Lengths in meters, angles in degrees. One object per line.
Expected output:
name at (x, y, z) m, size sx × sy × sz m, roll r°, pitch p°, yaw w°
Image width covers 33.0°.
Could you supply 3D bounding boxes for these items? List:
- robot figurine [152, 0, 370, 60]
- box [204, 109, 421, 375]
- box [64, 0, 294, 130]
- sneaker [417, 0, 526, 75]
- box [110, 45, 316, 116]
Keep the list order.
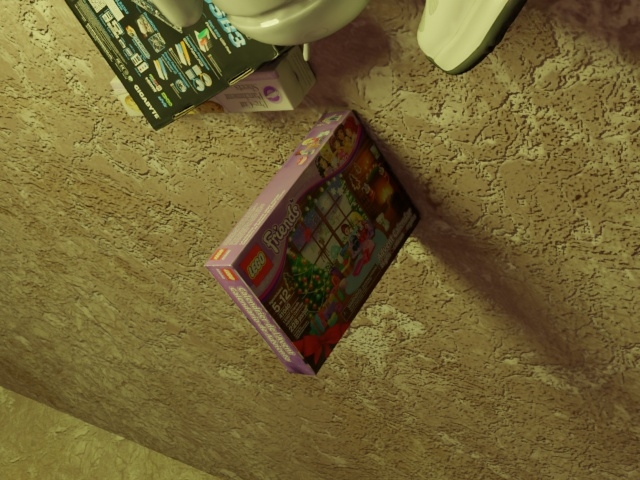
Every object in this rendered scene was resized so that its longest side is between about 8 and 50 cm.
robot figurine at (-0.061, -0.337, 1.076) m, size 0.300 × 0.199 × 0.353 m, roll -31°, pitch 131°, yaw 15°
box at (0.000, 0.000, 1.400) m, size 0.057 × 0.293 × 0.201 m, roll -2°, pitch 133°, yaw 46°
box at (-0.193, -0.309, 1.315) m, size 0.293 × 0.073 × 0.295 m, roll -22°, pitch 106°, yaw 48°
sneaker at (0.116, -0.355, 0.938) m, size 0.258 × 0.169 × 0.447 m, roll 29°, pitch 144°, yaw 2°
box at (-0.154, -0.216, 1.473) m, size 0.324 × 0.063 × 0.067 m, roll 4°, pitch 136°, yaw 39°
